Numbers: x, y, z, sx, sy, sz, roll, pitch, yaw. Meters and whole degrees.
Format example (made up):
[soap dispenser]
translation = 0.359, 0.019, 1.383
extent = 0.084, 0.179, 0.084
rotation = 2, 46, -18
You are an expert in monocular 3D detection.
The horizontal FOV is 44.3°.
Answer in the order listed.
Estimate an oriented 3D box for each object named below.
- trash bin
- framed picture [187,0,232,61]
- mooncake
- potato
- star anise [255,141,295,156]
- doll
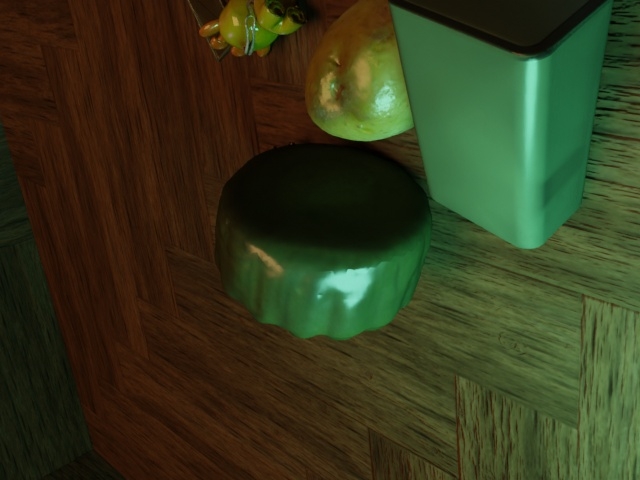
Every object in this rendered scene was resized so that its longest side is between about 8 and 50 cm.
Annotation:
[trash bin]
translation = 0.224, -0.170, 1.002
extent = 0.223, 0.158, 0.343
rotation = 35, 154, 35
[framed picture]
translation = -0.218, -0.452, 1.593
extent = 0.109, 0.011, 0.149
rotation = -27, 89, 54
[mooncake]
translation = 0.000, 0.000, 1.301
extent = 0.356, 0.356, 0.194
rotation = 36, 138, 33
[potato]
translation = 0.089, -0.252, 1.160
extent = 0.285, 0.242, 0.242
rotation = -15, 99, 51
[star anise]
translation = -0.048, -0.127, 1.538
extent = 0.212, 0.053, 0.157
rotation = 56, 144, 15
[doll]
translation = -0.116, -0.391, 1.413
extent = 0.221, 0.143, 0.135
rotation = -24, 63, 49
